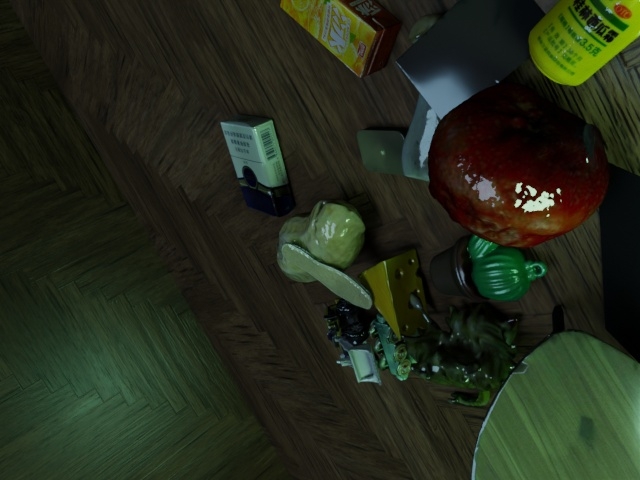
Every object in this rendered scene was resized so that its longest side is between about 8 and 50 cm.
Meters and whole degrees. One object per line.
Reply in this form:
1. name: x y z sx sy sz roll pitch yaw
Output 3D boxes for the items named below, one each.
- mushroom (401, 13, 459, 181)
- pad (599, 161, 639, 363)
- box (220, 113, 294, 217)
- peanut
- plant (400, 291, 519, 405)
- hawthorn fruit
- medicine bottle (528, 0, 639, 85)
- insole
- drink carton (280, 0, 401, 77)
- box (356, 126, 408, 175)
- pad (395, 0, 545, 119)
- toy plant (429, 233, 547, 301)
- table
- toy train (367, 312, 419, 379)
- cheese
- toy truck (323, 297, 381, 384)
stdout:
1. mushroom: 0.192 -0.214 0.810 0.118 0.103 0.270 19 122 35
2. pad: 0.428 0.053 0.672 0.202 0.005 0.300 -97 -9 -67
3. box: -0.167 -0.199 1.360 0.168 0.071 0.259 20 132 46
4. peanut: 0.003 0.005 1.226 0.340 0.158 0.174 -18 84 53
5. plant: 0.333 0.252 1.061 0.251 0.180 0.333 9 158 44
6. hawthorn fruit: 0.266 -0.089 0.721 0.230 0.210 0.266 21 166 12
7. medicine bottle: 0.342 -0.280 0.552 0.095 0.064 0.260 52 148 6
8. insole: 0.012 0.079 1.152 0.248 0.011 0.081 31 141 15
9. drink carton: 0.031 -0.397 0.891 0.223 0.071 0.096 48 147 17
10. box: 0.130 -0.177 0.988 0.126 0.031 0.091 15 129 49
11. pad: 0.214 -0.272 0.719 0.190 0.004 0.127 -38 84 31
12. toy plant: 0.291 0.041 0.893 0.200 0.105 0.143 -17 89 41
13. table: 0.373 0.280 0.775 0.317 0.249 0.317 3 98 20
14. toy train: 0.188 0.232 1.187 0.081 0.125 0.194 17 134 51
15. cheese: 0.175 0.124 1.108 0.126 0.093 0.171 -35 76 60
16. toy truck: 0.078 0.258 1.312 0.286 0.111 0.136 -113 4 -64
